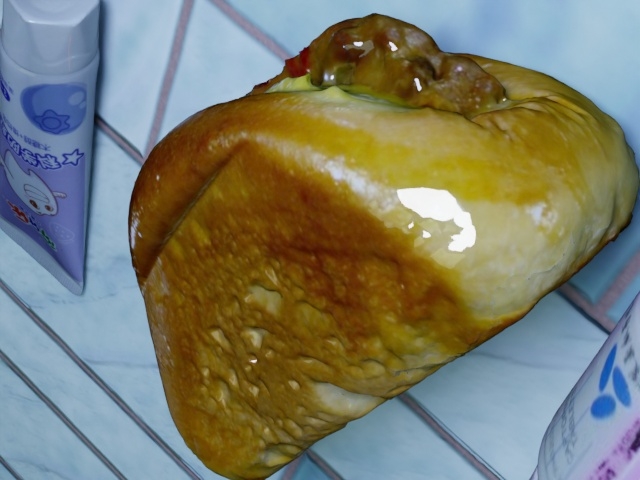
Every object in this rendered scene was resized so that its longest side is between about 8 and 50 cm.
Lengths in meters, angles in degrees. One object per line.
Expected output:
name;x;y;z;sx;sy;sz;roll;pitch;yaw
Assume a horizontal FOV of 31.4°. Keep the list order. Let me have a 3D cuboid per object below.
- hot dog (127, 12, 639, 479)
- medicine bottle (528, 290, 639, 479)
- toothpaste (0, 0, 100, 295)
hot dog;0.001;0.000;0.751;0.223;0.185;0.405;50;140;3
medicine bottle;0.211;0.126;0.662;0.152;0.152;0.254;40;138;17
toothpaste;-0.249;-0.087;1.040;0.125;0.080;0.371;39;145;13
